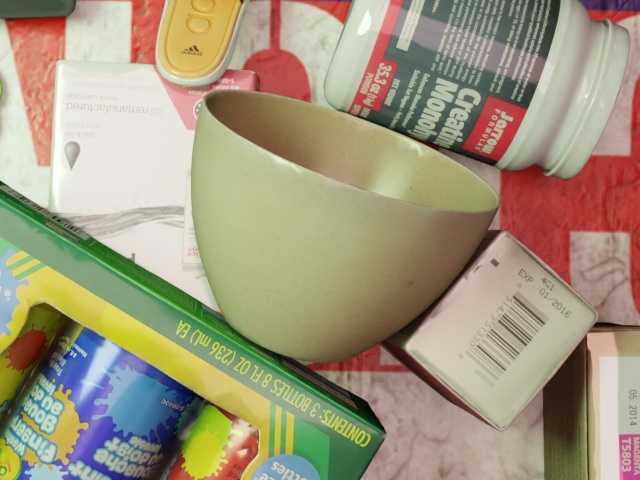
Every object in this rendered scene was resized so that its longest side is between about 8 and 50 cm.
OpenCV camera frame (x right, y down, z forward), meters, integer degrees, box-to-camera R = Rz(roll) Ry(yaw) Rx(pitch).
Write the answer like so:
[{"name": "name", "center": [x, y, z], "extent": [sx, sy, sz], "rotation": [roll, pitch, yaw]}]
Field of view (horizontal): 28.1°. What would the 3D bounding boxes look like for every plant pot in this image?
[{"name": "plant pot", "center": [0.000, 0.000, 1.183], "extent": [0.284, 0.284, 0.191], "rotation": [18, 107, -3]}]

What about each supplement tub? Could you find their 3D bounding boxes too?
[{"name": "supplement tub", "center": [0.155, -0.184, 1.309], "extent": [0.272, 0.191, 0.191], "rotation": [19, 87, -3]}]

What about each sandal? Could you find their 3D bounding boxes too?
[{"name": "sandal", "center": [-0.110, -0.272, 1.297], "extent": [0.102, 0.076, 0.265], "rotation": [6, 54, -3]}]

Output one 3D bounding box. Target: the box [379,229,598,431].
[{"name": "box", "center": [0.154, 0.083, 1.278], "extent": [0.127, 0.232, 0.148], "rotation": [41, 86, -5]}]

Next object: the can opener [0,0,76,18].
[{"name": "can opener", "center": [-0.394, -0.245, 1.343], "extent": [0.280, 0.074, 0.093], "rotation": [-7, 123, -3]}]

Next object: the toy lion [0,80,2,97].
[{"name": "toy lion", "center": [-0.376, -0.142, 1.353], "extent": [0.100, 0.034, 0.096], "rotation": [-43, 98, -5]}]

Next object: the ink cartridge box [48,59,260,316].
[{"name": "ink cartridge box", "center": [-0.172, -0.032, 1.318], "extent": [0.207, 0.117, 0.283], "rotation": [3, 88, -5]}]

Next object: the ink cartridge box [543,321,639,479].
[{"name": "ink cartridge box", "center": [0.288, 0.201, 1.305], "extent": [0.088, 0.193, 0.234], "rotation": [0, 89, -4]}]

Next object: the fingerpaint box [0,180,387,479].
[{"name": "fingerpaint box", "center": [-0.227, 0.207, 1.177], "extent": [0.445, 0.163, 0.371], "rotation": [33, 91, -7]}]
